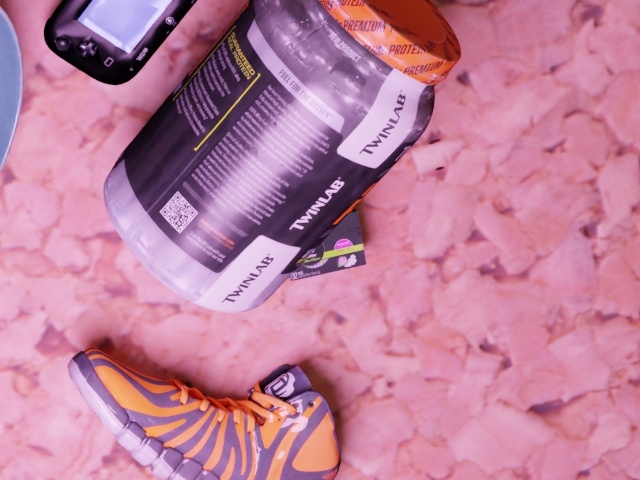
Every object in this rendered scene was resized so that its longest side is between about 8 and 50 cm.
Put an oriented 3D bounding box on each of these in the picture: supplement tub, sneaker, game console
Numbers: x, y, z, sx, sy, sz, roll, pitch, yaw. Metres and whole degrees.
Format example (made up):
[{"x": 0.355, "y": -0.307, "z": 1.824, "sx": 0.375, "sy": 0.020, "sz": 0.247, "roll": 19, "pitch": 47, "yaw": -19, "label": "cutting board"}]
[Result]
[{"x": -0.035, "y": -0.109, "z": 1.547, "sx": 0.207, "sy": 0.207, "sz": 0.338, "roll": 36, "pitch": 115, "yaw": -17, "label": "supplement tub"}, {"x": -0.107, "y": 0.177, "z": 1.708, "sx": 0.180, "sy": 0.124, "sz": 0.321, "roll": -47, "pitch": 118, "yaw": -1, "label": "sneaker"}, {"x": -0.121, "y": -0.287, "z": 1.560, "sx": 0.213, "sy": 0.044, "sz": 0.361, "roll": 36, "pitch": 116, "yaw": -15, "label": "game console"}]

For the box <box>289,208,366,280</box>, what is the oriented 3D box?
[{"x": 0.000, "y": 0.000, "z": 1.706, "sx": 0.083, "sy": 0.052, "sz": 0.062, "roll": -13, "pitch": 106, "yaw": -6, "label": "box"}]

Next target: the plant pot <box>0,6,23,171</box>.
[{"x": -0.444, "y": -0.129, "z": 1.501, "sx": 0.195, "sy": 0.290, "sz": 0.290, "roll": 25, "pitch": 100, "yaw": 21, "label": "plant pot"}]
